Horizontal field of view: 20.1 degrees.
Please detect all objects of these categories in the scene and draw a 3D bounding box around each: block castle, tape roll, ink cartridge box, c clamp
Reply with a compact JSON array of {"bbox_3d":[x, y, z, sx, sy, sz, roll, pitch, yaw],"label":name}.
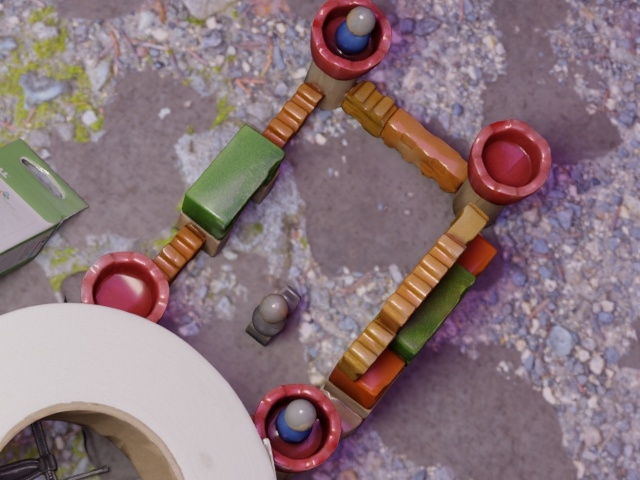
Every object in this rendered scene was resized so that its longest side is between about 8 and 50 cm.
[{"bbox_3d":[0.000,0.000,1.828,0.303,0.213,0.453,38,69,4],"label":"block castle"},{"bbox_3d":[-0.214,0.247,1.568,0.392,0.072,0.392,10,71,-31],"label":"tape roll"},{"bbox_3d":[-0.338,-0.025,1.830,0.109,0.062,0.209,43,28,6],"label":"ink cartridge box"},{"bbox_3d":[-0.306,0.185,1.813,0.137,0.022,0.161,-22,78,-11],"label":"c clamp"}]
